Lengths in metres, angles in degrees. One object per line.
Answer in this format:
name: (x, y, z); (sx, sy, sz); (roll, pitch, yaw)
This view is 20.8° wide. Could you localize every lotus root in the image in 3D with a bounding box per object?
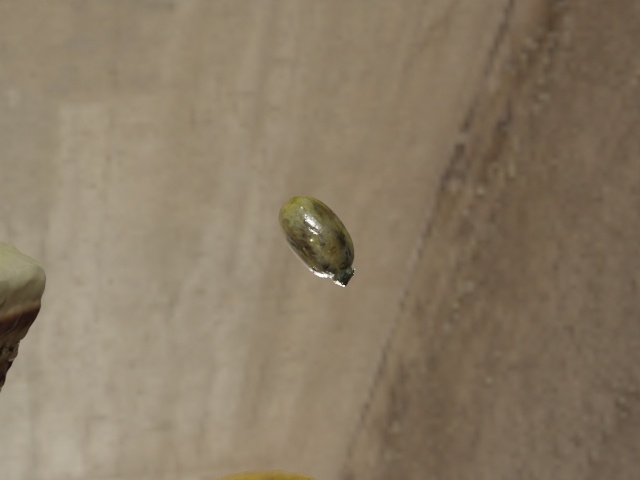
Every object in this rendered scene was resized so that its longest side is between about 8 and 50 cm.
lotus root: (0.000, 0.000, 1.670); (0.099, 0.054, 0.049); (53, 138, 3)

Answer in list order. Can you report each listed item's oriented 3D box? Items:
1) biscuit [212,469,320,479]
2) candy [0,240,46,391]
biscuit: (-0.027, 0.345, 1.626); (0.091, 0.213, 0.274); (-158, 64, -78)
candy: (-0.325, 0.050, 1.049); (0.135, 0.179, 0.320); (-64, -16, 20)
